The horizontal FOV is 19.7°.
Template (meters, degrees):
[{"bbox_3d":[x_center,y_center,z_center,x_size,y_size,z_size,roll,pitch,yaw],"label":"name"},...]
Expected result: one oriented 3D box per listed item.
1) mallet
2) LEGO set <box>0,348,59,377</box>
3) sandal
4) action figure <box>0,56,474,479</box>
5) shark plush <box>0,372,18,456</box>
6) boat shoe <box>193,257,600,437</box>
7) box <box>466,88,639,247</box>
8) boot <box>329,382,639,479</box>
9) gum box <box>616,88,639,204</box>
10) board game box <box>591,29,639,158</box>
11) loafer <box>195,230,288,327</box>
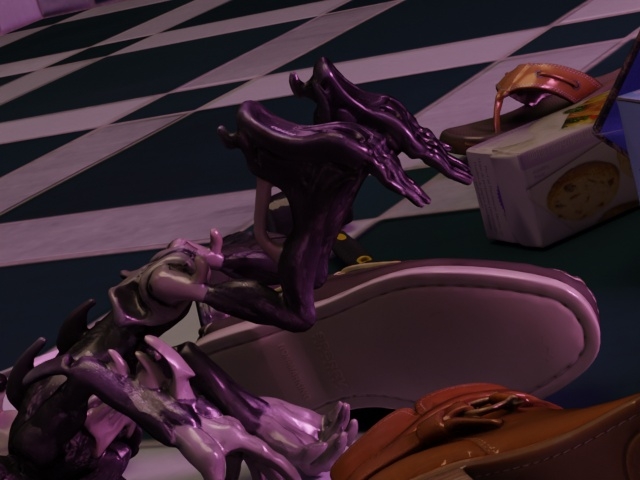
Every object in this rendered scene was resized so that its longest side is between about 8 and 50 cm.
[{"bbox_3d":[0.000,0.000,1.234,0.062,0.039,0.190,-17,18,-3],"label":"mallet"},{"bbox_3d":[-0.267,0.091,1.049,0.182,0.060,0.244,-22,0,-42],"label":"LEGO set"},{"bbox_3d":[0.180,-0.114,1.412,0.219,0.060,0.090,-21,15,-22],"label":"sandal"},{"bbox_3d":[-0.049,0.060,0.811,0.276,0.141,0.164,-50,-2,17],"label":"action figure"},{"bbox_3d":[-0.180,0.125,0.968,0.161,0.073,0.067,-31,-16,31],"label":"shark plush"},{"bbox_3d":[0.036,0.045,0.913,0.227,0.081,0.069,-11,19,28],"label":"boat shoe"},{"bbox_3d":[0.245,-0.081,1.207,0.324,0.067,0.063,-22,16,-26],"label":"box"},{"bbox_3d":[0.099,0.082,0.731,0.197,0.073,0.152,-15,10,-8],"label":"boot"},{"bbox_3d":[0.196,0.015,0.640,0.157,0.184,0.041,-20,15,-17],"label":"gum box"},{"bbox_3d":[0.312,-0.155,1.011,0.141,0.232,0.291,36,37,19],"label":"board game box"},{"bbox_3d":[-0.037,0.027,1.113,0.061,0.062,0.170,-8,16,10],"label":"loafer"}]
